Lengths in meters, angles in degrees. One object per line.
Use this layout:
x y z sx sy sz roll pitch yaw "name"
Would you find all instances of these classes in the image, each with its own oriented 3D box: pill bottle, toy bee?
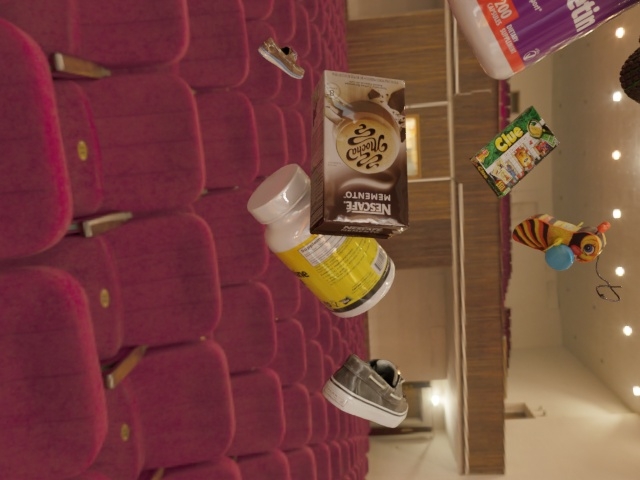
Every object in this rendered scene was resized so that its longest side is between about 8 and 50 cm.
0.000 0.000 1.186 0.334 0.188 0.188 48 22 -24 "pill bottle"
0.666 -0.001 1.402 0.195 0.298 0.162 -50 161 -54 "toy bee"
0.342 -0.371 0.724 0.181 0.323 0.181 42 33 -36 "pill bottle"

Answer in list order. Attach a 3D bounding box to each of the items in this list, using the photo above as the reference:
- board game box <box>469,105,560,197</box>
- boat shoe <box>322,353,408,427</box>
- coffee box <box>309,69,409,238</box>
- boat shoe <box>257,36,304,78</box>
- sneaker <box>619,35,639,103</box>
0.531 -0.244 1.470 0.136 0.260 0.030 51 -20 -2 "board game box"
0.129 0.319 1.166 0.119 0.121 0.335 -55 149 1 "boat shoe"
0.072 -0.160 1.049 0.119 0.168 0.297 140 -48 -71 "coffee box"
-0.108 -0.570 1.694 0.183 0.066 0.066 17 33 -47 "boat shoe"
0.848 -0.433 1.310 0.343 0.146 0.134 -50 -170 -28 "sneaker"
